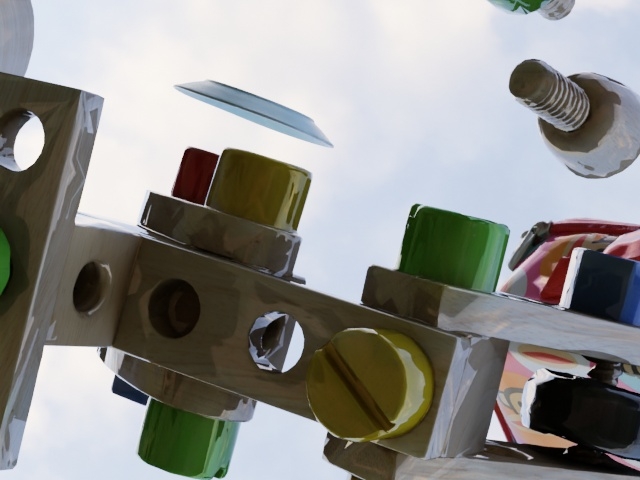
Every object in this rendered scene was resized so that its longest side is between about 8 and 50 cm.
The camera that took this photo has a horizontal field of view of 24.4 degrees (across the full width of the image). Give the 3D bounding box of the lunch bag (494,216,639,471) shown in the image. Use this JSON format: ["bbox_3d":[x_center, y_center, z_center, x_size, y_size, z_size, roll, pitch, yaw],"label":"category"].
[{"bbox_3d":[0.228,0.091,0.836,0.293,0.120,0.258,7,-44,44],"label":"lunch bag"}]

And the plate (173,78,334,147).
[{"bbox_3d":[-0.070,-0.143,1.619,0.188,0.188,0.024,22,-89,36],"label":"plate"}]

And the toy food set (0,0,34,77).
[{"bbox_3d":[-0.341,-0.196,0.903,0.306,0.219,0.092,53,-48,11],"label":"toy food set"}]

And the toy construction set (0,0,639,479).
[{"bbox_3d":[0.000,0.000,0.506,0.309,0.237,0.257,-51,-120,11],"label":"toy construction set"}]
